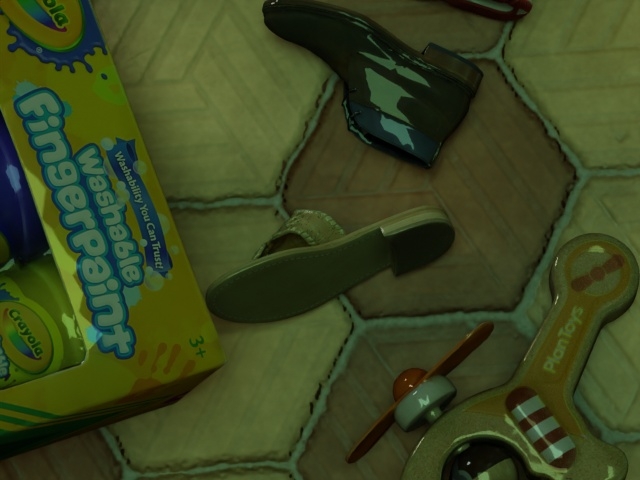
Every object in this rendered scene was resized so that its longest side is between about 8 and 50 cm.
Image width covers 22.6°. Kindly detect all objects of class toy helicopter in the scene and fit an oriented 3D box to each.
[{"bbox_3d":[0.176,0.143,1.445,0.235,0.140,0.355,23,71,15],"label":"toy helicopter"}]

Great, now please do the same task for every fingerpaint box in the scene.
[{"bbox_3d":[-0.339,-0.028,1.389,0.371,0.163,0.444,-16,78,-27],"label":"fingerpaint box"}]

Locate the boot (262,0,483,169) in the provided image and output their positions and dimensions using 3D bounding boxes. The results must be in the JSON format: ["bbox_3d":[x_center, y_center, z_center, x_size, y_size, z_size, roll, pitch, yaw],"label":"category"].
[{"bbox_3d":[0.034,-0.150,1.504,0.219,0.082,0.106,21,79,4],"label":"boot"}]

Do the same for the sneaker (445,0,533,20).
[{"bbox_3d":[0.110,-0.301,1.537,0.221,0.087,0.128,20,73,-7],"label":"sneaker"}]

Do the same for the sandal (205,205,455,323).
[{"bbox_3d":[0.001,0.004,1.495,0.240,0.088,0.079,-17,49,-7],"label":"sandal"}]
